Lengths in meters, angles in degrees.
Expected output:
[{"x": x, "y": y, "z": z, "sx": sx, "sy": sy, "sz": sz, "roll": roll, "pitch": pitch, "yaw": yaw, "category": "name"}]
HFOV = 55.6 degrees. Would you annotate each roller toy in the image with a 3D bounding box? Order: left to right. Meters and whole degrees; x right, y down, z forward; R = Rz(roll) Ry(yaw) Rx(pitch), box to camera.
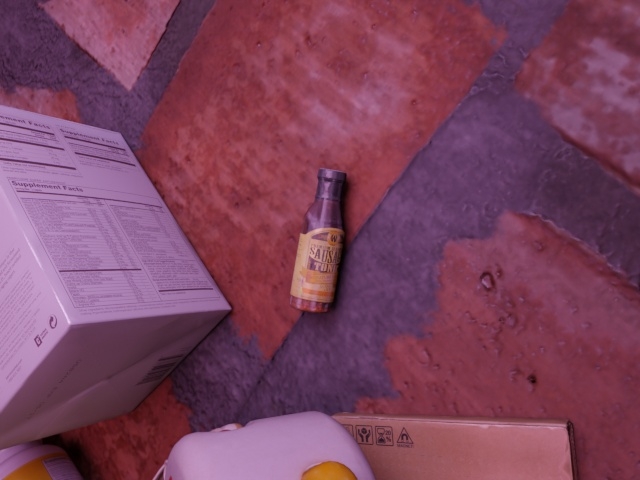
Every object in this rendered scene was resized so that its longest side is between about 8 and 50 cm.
[{"x": -0.032, "y": 0.232, "z": 0.465, "sx": 0.191, "sy": 0.146, "sz": 0.209, "roll": -144, "pitch": 54, "yaw": -59, "category": "roller toy"}]

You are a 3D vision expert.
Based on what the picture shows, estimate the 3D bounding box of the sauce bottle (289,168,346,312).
[{"x": 0.000, "y": 0.000, "z": 0.547, "sx": 0.042, "sy": 0.042, "sz": 0.128, "roll": 10, "pitch": 95, "yaw": 30, "category": "sauce bottle"}]

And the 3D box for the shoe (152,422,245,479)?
[{"x": -0.140, "y": 0.261, "z": 0.593, "sx": 0.219, "sy": 0.058, "sz": 0.077, "roll": -55, "pitch": 33, "yaw": 19, "category": "shoe"}]

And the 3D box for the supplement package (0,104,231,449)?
[{"x": -0.271, "y": 0.032, "z": 0.613, "sx": 0.199, "sy": 0.198, "sz": 0.263, "roll": -45, "pitch": 68, "yaw": 21, "category": "supplement package"}]

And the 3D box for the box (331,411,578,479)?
[{"x": 0.104, "y": 0.226, "z": 0.488, "sx": 0.201, "sy": 0.021, "sz": 0.165, "roll": -7, "pitch": 84, "yaw": 29, "category": "box"}]

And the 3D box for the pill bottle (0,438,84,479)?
[{"x": -0.315, "y": 0.299, "z": 0.682, "sx": 0.184, "sy": 0.103, "sz": 0.103, "roll": 43, "pitch": 108, "yaw": 24, "category": "pill bottle"}]
